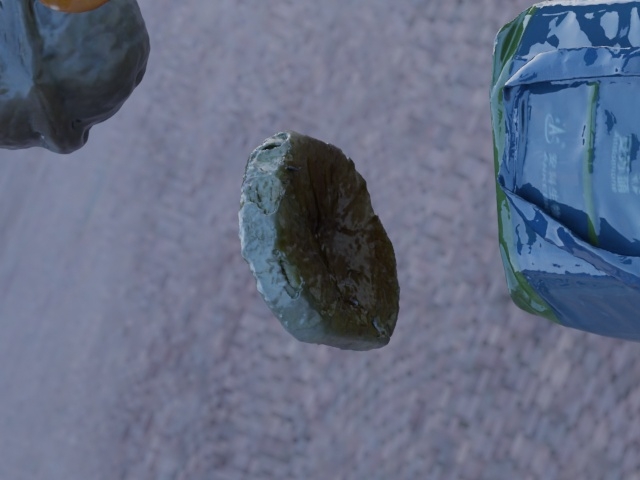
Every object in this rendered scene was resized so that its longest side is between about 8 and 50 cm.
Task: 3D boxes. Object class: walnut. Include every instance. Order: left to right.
[{"bbox_3d":[-0.264,-0.178,1.799,0.224,0.224,0.224,-59,18,32],"label":"walnut"}]

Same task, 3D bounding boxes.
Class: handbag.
[{"bbox_3d":[0.261,-0.056,1.338,0.241,0.222,0.263,-1,89,60],"label":"handbag"}]

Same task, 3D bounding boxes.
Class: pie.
[{"bbox_3d":[0.000,0.000,1.529,0.046,0.195,0.195,-19,42,27],"label":"pie"}]

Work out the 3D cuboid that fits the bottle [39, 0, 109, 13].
[{"bbox_3d":[-0.149,-0.211,1.237,0.069,0.069,0.187,-60,16,27],"label":"bottle"}]
